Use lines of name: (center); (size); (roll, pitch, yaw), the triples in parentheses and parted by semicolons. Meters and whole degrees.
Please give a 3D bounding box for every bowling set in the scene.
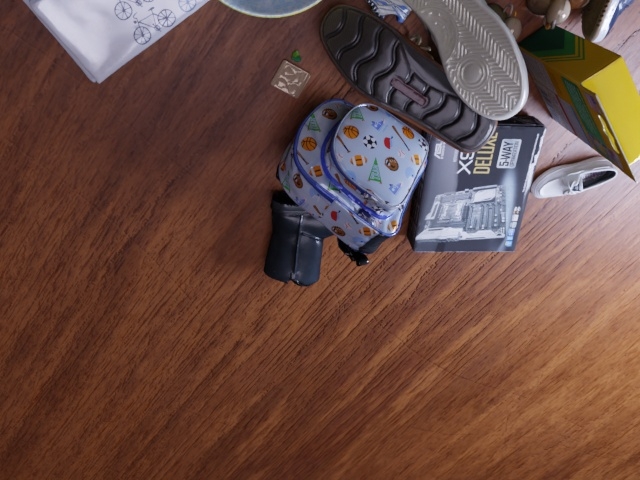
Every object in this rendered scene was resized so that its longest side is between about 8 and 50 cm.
bowling set: (0.430, -0.476, 1.092); (0.199, 0.154, 0.287); (10, 120, -13)

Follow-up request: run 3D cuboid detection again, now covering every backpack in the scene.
backpack: (0.060, -0.138, 1.185); (0.263, 0.277, 0.213); (30, 144, -2)

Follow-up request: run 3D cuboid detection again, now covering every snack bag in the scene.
snack bag: (-0.387, -0.493, 1.048); (0.323, 0.037, 0.343); (-31, 120, 12)

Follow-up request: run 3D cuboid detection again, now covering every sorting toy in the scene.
sorting toy: (-0.053, -0.329, 1.202); (0.062, 0.012, 0.083); (27, 118, -16)

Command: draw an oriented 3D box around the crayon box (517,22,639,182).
crayon box: (0.499, -0.265, 1.129); (0.083, 0.323, 0.203); (-34, 119, 13)

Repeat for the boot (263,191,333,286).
boot: (0.000, 0.000, 1.360); (0.246, 0.094, 0.207); (2, 120, -7)

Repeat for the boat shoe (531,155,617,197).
boat shoe: (0.571, -0.132, 1.370); (0.184, 0.063, 0.066); (-14, 122, 1)

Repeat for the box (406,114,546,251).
box: (0.331, -0.122, 1.338); (0.242, 0.077, 0.308); (0, 121, -7)

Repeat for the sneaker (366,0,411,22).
sneaker: (0.108, -0.443, 1.133); (0.135, 0.052, 0.058); (17, 121, -16)

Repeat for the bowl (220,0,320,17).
bowl: (-0.085, -0.528, 0.994); (0.289, 0.156, 0.290); (-3, 121, -5)

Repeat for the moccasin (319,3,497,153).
moccasin: (0.167, -0.312, 1.154); (0.380, 0.147, 0.139); (28, 113, -6)

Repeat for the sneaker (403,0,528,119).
sneaker: (0.259, -0.376, 1.078); (0.131, 0.148, 0.350); (-30, 92, 32)

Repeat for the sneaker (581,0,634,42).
sneaker: (0.601, -0.504, 1.130); (0.153, 0.099, 0.282); (5, 117, -8)
